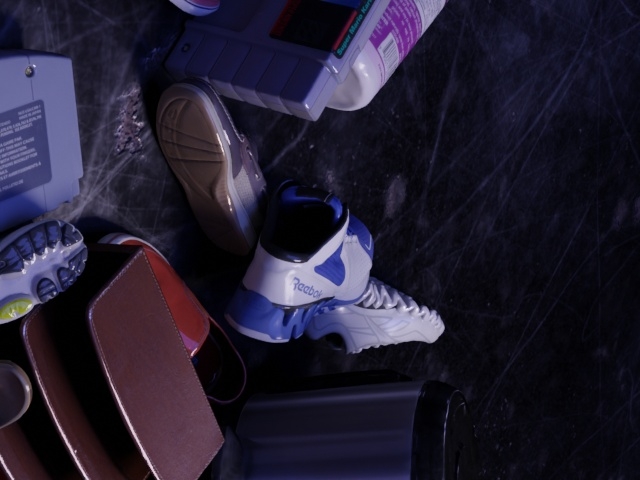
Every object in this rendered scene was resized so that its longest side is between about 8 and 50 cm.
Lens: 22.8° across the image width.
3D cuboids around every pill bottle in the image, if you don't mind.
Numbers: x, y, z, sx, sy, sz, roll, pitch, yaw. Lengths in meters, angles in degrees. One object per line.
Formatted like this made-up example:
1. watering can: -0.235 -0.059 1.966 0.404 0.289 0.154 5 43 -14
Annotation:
1. pill bottle: 0.074 -0.331 2.104 0.301 0.169 0.169 -53 139 -25

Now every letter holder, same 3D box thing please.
1. letter holder: -0.266 0.184 1.825 0.214 0.152 0.301 -54 136 -43

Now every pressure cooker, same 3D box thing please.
1. pressure cooker: -0.006 0.371 2.092 0.375 0.420 0.369 -46 129 -72

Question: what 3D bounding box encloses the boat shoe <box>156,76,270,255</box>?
1. boat shoe: -0.126 -0.104 1.997 0.092 0.103 0.285 -54 144 -32

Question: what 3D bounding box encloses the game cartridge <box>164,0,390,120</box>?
1. game cartridge: -0.015 -0.323 1.940 0.355 0.230 0.068 -61 142 -16

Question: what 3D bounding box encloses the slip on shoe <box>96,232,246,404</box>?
1. slip on shoe: -0.190 0.102 1.990 0.123 0.101 0.331 -55 139 -20

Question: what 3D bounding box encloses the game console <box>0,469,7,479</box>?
1. game console: -0.385 0.224 1.856 0.124 0.085 0.144 -35 137 1

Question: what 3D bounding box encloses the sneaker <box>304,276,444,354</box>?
1. sneaker: 0.069 0.114 2.340 0.292 0.110 0.118 22 94 -46

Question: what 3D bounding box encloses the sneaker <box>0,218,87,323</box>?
1. sneaker: -0.383 0.059 1.718 0.275 0.110 0.107 -26 107 -25

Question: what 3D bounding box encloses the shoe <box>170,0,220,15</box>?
1. shoe: -0.157 -0.327 1.857 0.178 0.081 0.063 29 41 -47

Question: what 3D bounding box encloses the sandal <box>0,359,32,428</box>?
1. sandal: -0.386 0.194 1.724 0.072 0.180 0.049 53 20 -20

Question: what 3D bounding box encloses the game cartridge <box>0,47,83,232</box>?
1. game cartridge: -0.381 -0.094 1.678 0.297 0.062 0.198 -27 120 -44

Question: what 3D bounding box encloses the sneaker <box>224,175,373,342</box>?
1. sneaker: -0.001 0.000 2.088 0.315 0.127 0.182 -38 151 -59
